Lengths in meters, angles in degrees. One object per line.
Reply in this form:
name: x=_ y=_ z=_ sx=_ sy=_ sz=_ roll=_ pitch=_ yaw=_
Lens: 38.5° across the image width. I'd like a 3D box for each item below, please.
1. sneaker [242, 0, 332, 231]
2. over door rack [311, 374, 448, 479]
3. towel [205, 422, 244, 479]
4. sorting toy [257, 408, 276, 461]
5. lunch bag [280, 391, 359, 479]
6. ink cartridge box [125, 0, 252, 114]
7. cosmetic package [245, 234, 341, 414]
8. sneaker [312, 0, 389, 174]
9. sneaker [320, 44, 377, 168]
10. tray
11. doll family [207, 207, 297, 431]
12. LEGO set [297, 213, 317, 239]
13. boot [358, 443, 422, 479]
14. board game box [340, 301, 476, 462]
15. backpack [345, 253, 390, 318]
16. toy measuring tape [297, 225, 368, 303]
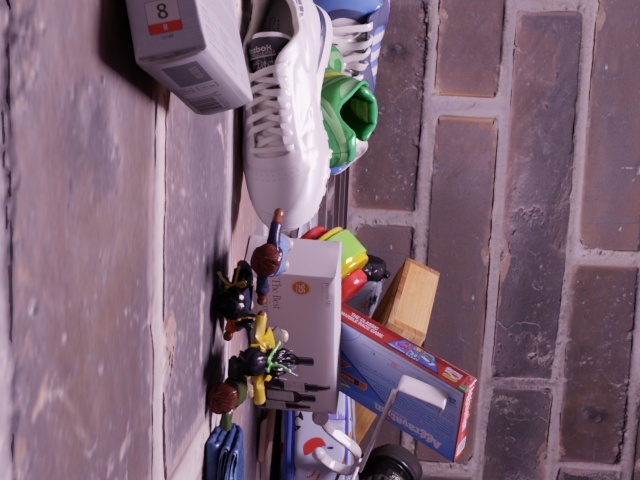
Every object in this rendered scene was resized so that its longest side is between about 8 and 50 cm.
sneaker: x=-0.042 y=-0.126 z=0.855 sx=0.095 sy=0.090 sz=0.235 roll=26 pitch=63 yaw=-72
over door rack: x=0.010 y=0.302 z=1.057 sx=0.239 sy=0.108 sz=0.324 roll=-65 pitch=-175 yaw=-33
towel: x=-0.083 y=0.226 z=0.810 sx=0.067 sy=0.029 sz=0.119 roll=-67 pitch=159 yaw=-80
sorting toy: x=-0.067 y=0.223 z=1.132 sx=0.062 sy=0.012 sz=0.083 roll=-53 pitch=150 yaw=-74
lunch bag: x=-0.001 y=0.278 z=1.411 sx=0.303 sy=0.115 sz=0.243 roll=76 pitch=12 yaw=-79
ink cartridge box: x=-0.087 y=-0.173 z=0.529 sx=0.145 sy=0.045 sz=0.179 roll=27 pitch=48 yaw=-85
cosmetic package: x=-0.027 y=0.100 z=1.017 sx=0.060 sy=0.099 sz=0.239 roll=-83 pitch=174 yaw=-45
sneaker: x=0.034 y=-0.237 z=1.348 sx=0.323 sy=0.130 sz=0.236 roll=97 pitch=-5 yaw=-63
sneaker: x=0.008 y=-0.157 z=1.119 sx=0.295 sy=0.123 sz=0.109 roll=-82 pitch=173 yaw=-56
tray: x=0.083 y=0.246 z=1.664 sx=0.411 sy=0.076 sz=0.203 roll=-63 pitch=-178 yaw=33
doll family: x=-0.058 y=0.069 z=0.798 sx=0.111 sy=0.076 sz=0.193 roll=-8 pitch=96 yaw=-81
LEGO set: x=0.000 y=0.000 z=1.594 sx=0.244 sy=0.060 sz=0.182 roll=88 pitch=11 yaw=-54
boot: x=0.027 y=0.540 z=1.731 sx=0.348 sy=0.131 sz=0.260 roll=-49 pitch=179 yaw=43
board game box: x=0.053 y=0.146 z=1.096 sx=0.027 sy=0.281 sz=0.145 roll=-42 pitch=148 yaw=-34
backpack: x=0.041 y=0.113 z=1.773 sx=0.115 sy=0.152 sz=0.182 roll=-46 pitch=150 yaw=-72
toy measuring tape: x=0.008 y=0.024 z=1.264 sx=0.330 sy=0.121 sz=0.121 roll=73 pitch=20 yaw=-78
